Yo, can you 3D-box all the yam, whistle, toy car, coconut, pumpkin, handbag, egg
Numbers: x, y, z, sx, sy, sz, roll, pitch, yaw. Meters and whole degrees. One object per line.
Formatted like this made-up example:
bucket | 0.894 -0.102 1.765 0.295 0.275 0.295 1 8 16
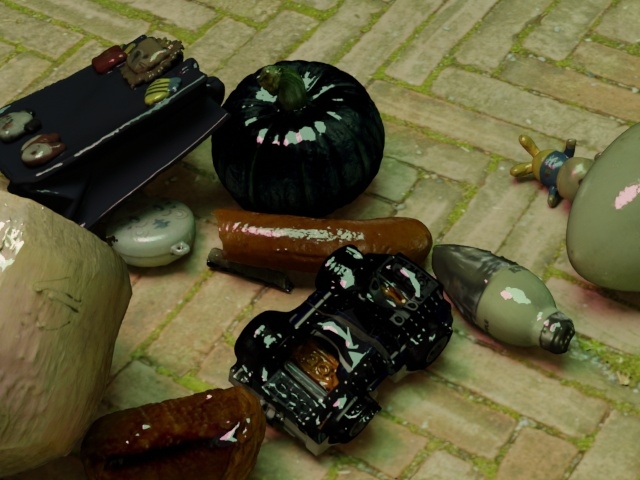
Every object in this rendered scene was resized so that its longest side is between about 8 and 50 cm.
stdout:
yam | -0.094 0.039 2.034 0.129 0.027 0.033 17 48 21
whistle | -0.268 -0.030 2.100 0.126 0.067 0.258 -28 43 -32
toy car | 0.038 0.131 1.857 0.193 0.118 0.301 37 53 19
coconut | -0.432 0.124 1.739 0.404 0.404 0.404 -3 43 3
pumpkin | -0.036 -0.161 2.082 0.248 0.248 0.248 -3 43 3
handbag | -0.308 -0.167 2.103 0.329 0.122 0.303 -36 31 -9
egg | 0.445 -0.046 1.935 0.295 0.218 0.218 -30 48 -13

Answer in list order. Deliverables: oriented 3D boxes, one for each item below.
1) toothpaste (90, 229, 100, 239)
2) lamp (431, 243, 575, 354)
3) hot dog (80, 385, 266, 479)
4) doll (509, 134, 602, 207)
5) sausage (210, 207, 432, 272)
toothpaste | -0.430 0.053 2.035 0.272 0.053 0.066 -28 52 -24
lamp | 0.229 0.071 1.920 0.101 0.101 0.250 -32 44 -26
hot dog | -0.171 0.246 1.754 0.227 0.099 0.160 -7 45 15
doll | 0.351 -0.092 2.093 0.179 0.102 0.089 18 9 24
sausage | 0.001 0.002 1.999 0.302 0.076 0.103 4 22 0
